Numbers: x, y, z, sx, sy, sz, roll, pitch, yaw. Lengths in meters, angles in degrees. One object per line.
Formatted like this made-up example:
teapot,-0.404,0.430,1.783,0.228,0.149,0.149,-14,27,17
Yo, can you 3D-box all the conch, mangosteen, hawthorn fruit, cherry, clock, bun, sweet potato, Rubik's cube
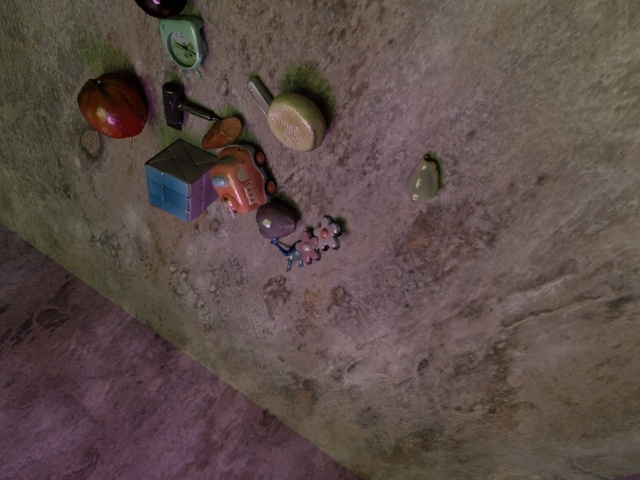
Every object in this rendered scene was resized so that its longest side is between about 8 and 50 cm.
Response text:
conch,0.340,-0.194,1.599,0.104,0.094,0.176,29,113,28
mangosteen,-0.487,-0.812,1.516,0.230,0.194,0.194,-19,118,15
hawthorn fruit,-0.829,-0.541,1.945,0.258,0.258,0.262,-9,158,39
cherry,-0.186,-0.085,1.995,0.176,0.140,0.176,-1,141,-1
clock,-0.471,-0.677,1.700,0.159,0.066,0.211,16,135,22
bun,-0.071,-0.410,1.636,0.222,0.127,0.222,21,149,13
sweet potato,-0.394,-0.407,1.874,0.251,0.097,0.097,-13,119,45
Rubik's cube,-0.576,-0.251,2.043,0.231,0.221,0.225,26,137,12

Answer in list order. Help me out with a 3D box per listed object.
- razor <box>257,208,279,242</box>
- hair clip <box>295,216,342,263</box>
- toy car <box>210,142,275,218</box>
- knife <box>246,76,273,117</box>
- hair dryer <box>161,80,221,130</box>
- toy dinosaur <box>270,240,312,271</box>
razor,-0.244,-0.097,2.096,0.082,0.042,0.253,-25,118,5
hair clip,-0.005,0.001,1.970,0.257,0.075,0.146,-30,77,32
toy car,-0.323,-0.230,1.889,0.180,0.212,0.270,2,124,33
knife,-0.175,-0.455,1.721,0.073,0.040,0.265,-9,122,51
hair dryer,-0.502,-0.490,1.897,0.248,0.078,0.195,23,139,7
toy dinosaur,-0.087,0.062,2.104,0.329,0.076,0.144,-3,93,37
